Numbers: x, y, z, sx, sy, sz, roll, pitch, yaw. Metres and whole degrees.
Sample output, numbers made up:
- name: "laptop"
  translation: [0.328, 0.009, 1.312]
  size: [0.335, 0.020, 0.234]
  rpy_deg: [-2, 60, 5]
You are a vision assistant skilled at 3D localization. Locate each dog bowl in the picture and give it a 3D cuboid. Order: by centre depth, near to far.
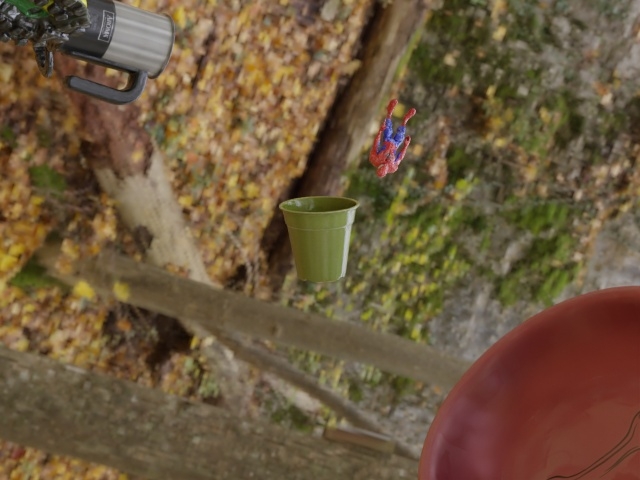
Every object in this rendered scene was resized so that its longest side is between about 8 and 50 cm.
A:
- name: "dog bowl"
  translation: [0.274, 0.212, 0.966]
  size: [0.408, 0.150, 0.408]
  rpy_deg: [-36, -161, 14]

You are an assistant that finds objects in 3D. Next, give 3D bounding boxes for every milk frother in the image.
- name: "milk frother"
  translation: [-0.277, -0.244, 1.200]
  size: [0.143, 0.135, 0.129]
  rpy_deg: [40, -67, 51]

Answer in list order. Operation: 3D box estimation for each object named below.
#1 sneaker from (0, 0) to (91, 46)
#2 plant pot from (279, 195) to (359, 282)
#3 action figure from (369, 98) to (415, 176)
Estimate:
- name: "sneaker"
  translation: [-0.360, -0.312, 0.911]
  size: [0.343, 0.134, 0.146]
  rpy_deg: [30, 45, -61]
- name: "plant pot"
  translation: [0.000, 0.000, 1.009]
  size: [0.083, 0.083, 0.079]
  rpy_deg: [-101, -172, -75]
- name: "action figure"
  translation: [0.077, -0.110, 1.057]
  size: [0.030, 0.038, 0.115]
  rpy_deg: [-48, -162, 48]
